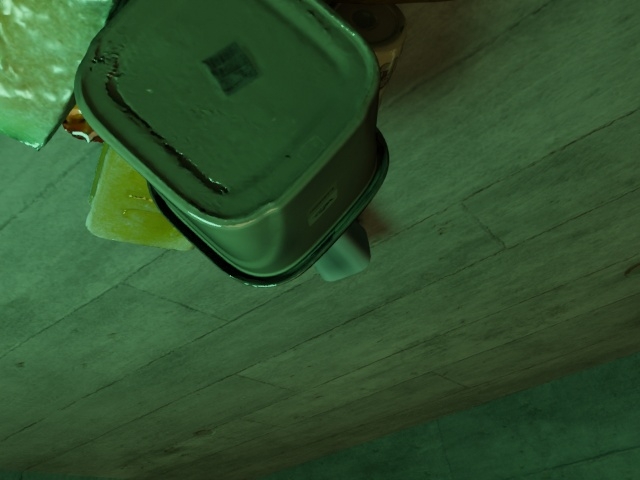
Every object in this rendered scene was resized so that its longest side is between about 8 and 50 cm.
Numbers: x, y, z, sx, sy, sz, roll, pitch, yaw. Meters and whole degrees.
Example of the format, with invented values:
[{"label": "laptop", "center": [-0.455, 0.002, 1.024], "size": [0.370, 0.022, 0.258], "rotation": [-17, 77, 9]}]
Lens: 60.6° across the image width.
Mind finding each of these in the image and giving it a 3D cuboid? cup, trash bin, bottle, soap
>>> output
[{"label": "cup", "center": [0.000, 0.000, 0.899], "size": [0.128, 0.095, 0.129], "rotation": [-20, 142, 19]}, {"label": "trash bin", "center": [-0.060, -0.090, 0.472], "size": [0.220, 0.219, 0.250], "rotation": [-49, 174, -5]}, {"label": "bottle", "center": [0.034, -0.191, 0.619], "size": [0.099, 0.098, 0.152], "rotation": [-3, 156, -10]}, {"label": "soap", "center": [-0.204, -0.093, 0.718], "size": [0.160, 0.080, 0.257], "rotation": [10, 142, -26]}]

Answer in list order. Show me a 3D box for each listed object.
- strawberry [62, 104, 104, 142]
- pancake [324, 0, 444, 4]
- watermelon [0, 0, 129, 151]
[{"label": "strawberry", "center": [-0.218, -0.181, 0.578], "size": [0.192, 0.085, 0.140], "rotation": [-43, 111, 0]}, {"label": "pancake", "center": [0.082, -0.254, 0.379], "size": [0.382, 0.071, 0.382], "rotation": [-7, -179, 0]}, {"label": "watermelon", "center": [-0.241, -0.232, 0.400], "size": [0.302, 0.151, 0.264], "rotation": [-26, 137, 36]}]
